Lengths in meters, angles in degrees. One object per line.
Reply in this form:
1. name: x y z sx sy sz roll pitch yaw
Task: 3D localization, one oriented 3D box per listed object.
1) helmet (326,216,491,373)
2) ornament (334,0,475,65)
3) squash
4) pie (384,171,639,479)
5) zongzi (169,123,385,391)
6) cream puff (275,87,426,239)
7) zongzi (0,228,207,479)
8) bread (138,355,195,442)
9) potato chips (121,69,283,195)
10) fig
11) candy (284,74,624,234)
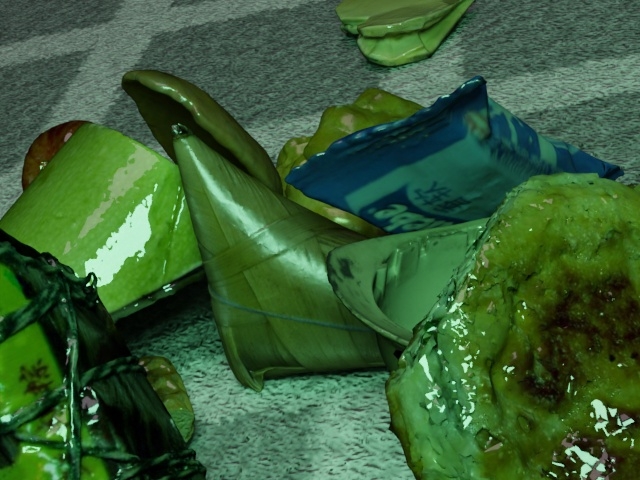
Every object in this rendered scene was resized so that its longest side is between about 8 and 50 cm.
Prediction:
1. helmet: 0.123 0.085 1.083 0.258 0.137 0.204 -7 32 -25
2. ornament: 0.122 -0.302 1.860 0.180 0.059 0.201 -17 27 -7
3. squash: -0.237 0.060 1.332 0.309 0.210 0.233 -58 16 -10
4. pie: 0.208 0.100 0.932 0.354 0.288 0.103 -51 -1 -30
5. zongzi: 0.000 0.000 1.199 0.228 0.256 0.115 -7 23 17
6. cream puff: 0.033 -0.051 1.357 0.195 0.194 0.221 3 30 33
7. zongzi: -0.271 0.193 1.028 0.362 0.383 0.319 -30 -14 -7
8. bread: -0.150 0.143 1.228 0.066 0.060 0.110 -46 30 6
9. potato chips: -0.100 -0.093 1.265 0.150 0.202 0.049 11 65 49
10. fig: -0.285 -0.066 1.625 0.128 0.150 0.128 -1 53 1
11. candy: 0.128 -0.050 1.169 0.187 0.331 0.077 -29 62 25
